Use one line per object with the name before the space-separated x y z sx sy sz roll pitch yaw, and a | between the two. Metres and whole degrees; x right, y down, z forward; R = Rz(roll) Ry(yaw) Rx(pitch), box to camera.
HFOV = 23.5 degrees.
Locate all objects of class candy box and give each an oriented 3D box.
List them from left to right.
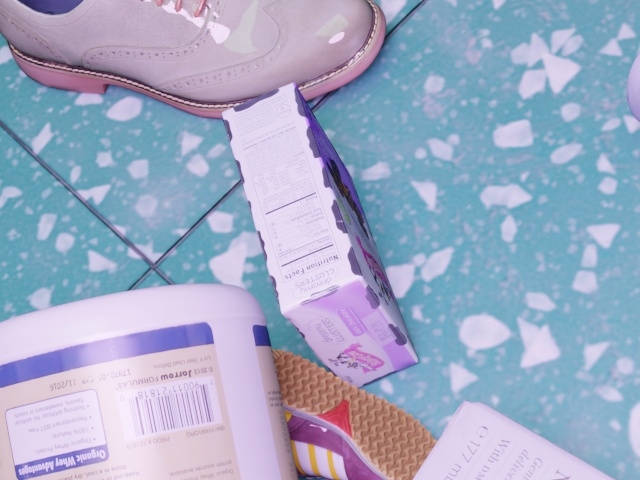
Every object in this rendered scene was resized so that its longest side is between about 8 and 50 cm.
candy box | 0.000 0.000 1.243 0.070 0.165 0.196 -23 58 7

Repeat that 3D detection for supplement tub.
supplement tub | -0.124 0.205 1.096 0.228 0.228 0.316 -13 81 12

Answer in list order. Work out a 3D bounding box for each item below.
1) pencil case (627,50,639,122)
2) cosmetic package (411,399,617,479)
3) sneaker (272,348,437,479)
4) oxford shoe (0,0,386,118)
pencil case | 0.359 -0.067 1.187 0.124 0.113 0.273 -33 57 -6
cosmetic package | 0.210 0.301 1.012 0.385 0.156 0.217 26 72 30
sneaker | 0.015 0.161 1.216 0.185 0.084 0.069 34 45 8
oxford shoe | -0.139 -0.208 1.415 0.397 0.146 0.140 2 63 20
